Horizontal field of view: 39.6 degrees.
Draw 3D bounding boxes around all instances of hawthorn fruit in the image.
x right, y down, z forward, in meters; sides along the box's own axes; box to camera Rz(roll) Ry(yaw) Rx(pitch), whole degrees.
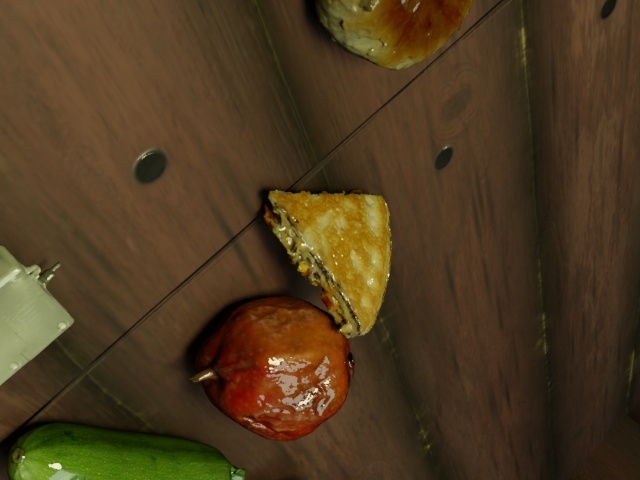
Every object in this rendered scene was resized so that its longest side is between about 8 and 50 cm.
[{"bbox_3d":[-0.048,0.146,1.022,0.173,0.173,0.179,-48,148,-4],"label":"hawthorn fruit"}]

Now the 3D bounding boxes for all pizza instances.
[{"bbox_3d":[0.000,0.000,0.997,0.199,0.062,0.188,36,51,-35],"label":"pizza"}]

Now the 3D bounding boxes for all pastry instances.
[{"bbox_3d":[0.080,-0.259,0.834,0.182,0.093,0.192,7,117,-50],"label":"pastry"}]

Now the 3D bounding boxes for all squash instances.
[{"bbox_3d":[-0.202,0.266,1.006,0.101,0.101,0.378,-54,149,5],"label":"squash"}]

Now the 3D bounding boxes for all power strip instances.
[{"bbox_3d":[-0.361,0.141,0.743,0.367,0.043,0.106,-41,147,-13],"label":"power strip"}]
